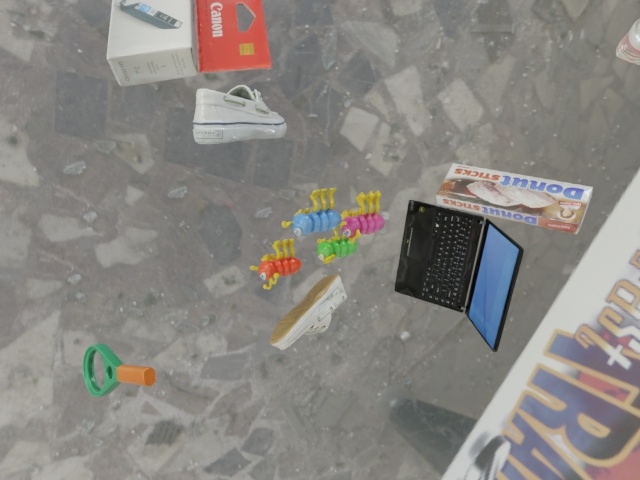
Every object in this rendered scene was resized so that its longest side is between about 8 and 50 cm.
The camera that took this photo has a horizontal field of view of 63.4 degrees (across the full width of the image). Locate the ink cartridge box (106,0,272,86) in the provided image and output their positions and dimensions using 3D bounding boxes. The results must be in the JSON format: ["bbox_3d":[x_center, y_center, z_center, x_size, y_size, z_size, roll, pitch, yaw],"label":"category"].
[{"bbox_3d":[-0.233,-0.412,0.927,0.261,0.296,0.066,-9,148,-3],"label":"ink cartridge box"}]

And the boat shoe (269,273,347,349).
[{"bbox_3d":[-0.015,0.195,1.316,0.277,0.098,0.096,-42,106,-39],"label":"boat shoe"}]

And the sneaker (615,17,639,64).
[{"bbox_3d":[0.400,-0.241,0.641,0.134,0.051,0.070,-47,162,-37],"label":"sneaker"}]

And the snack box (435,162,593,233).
[{"bbox_3d":[0.244,-0.057,0.665,0.064,0.178,0.022,-57,145,-27],"label":"snack box"}]

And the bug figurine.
[{"bbox_3d":[0.000,0.000,0.920,0.216,0.279,0.072,-13,71,-28],"label":"bug figurine"}]

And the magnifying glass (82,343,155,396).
[{"bbox_3d":[-0.347,0.224,0.880,0.026,0.231,0.092,0,84,-45],"label":"magnifying glass"}]

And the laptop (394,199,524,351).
[{"bbox_3d":[0.273,0.067,1.084,0.136,0.264,0.234,-33,134,-56],"label":"laptop"}]

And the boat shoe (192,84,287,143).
[{"bbox_3d":[-0.105,-0.184,0.746,0.083,0.226,0.076,4,106,14],"label":"boat shoe"}]
